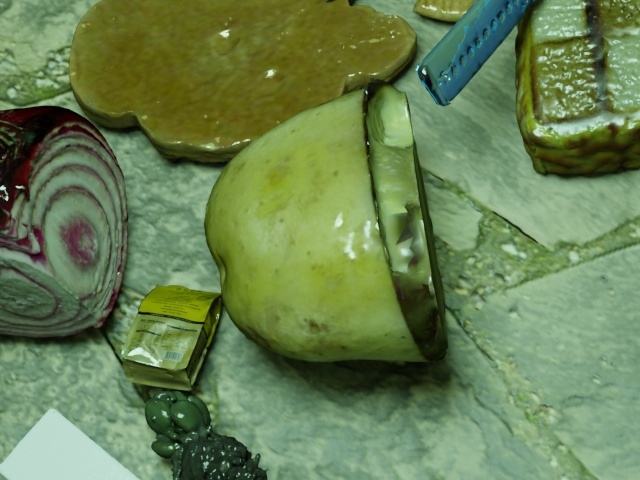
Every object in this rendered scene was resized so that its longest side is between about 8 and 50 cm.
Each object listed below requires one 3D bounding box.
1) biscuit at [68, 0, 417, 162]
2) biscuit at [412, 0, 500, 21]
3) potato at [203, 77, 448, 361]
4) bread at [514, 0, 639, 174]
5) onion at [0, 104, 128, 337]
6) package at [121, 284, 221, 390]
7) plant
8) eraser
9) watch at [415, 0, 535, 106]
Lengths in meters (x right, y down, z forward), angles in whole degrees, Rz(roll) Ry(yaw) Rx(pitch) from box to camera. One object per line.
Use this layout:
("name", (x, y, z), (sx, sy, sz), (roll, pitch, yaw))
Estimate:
("biscuit", (-0.084, -0.199, 1.589), (0.375, 0.051, 0.269), (0, 61, 11))
("biscuit", (0.194, -0.318, 1.602), (0.144, 0.033, 0.224), (14, 66, 16))
("potato", (0.000, 0.000, 1.392), (0.242, 0.242, 0.285), (-13, 69, 5))
("bread", (0.283, -0.174, 1.480), (0.181, 0.096, 0.222), (-3, 64, 13))
("onion", (-0.314, -0.027, 1.470), (0.206, 0.216, 0.207), (-5, 50, 22))
("package", (-0.139, 0.081, 1.441), (0.071, 0.047, 0.131), (8, 47, 15))
("plant", (-0.108, 0.198, 1.383), (0.087, 0.085, 0.174), (-51, 54, 8))
("eraser", (-0.156, 0.273, 1.355), (0.298, 0.076, 0.078), (34, 75, 24))
("watch", (0.158, -0.276, 1.482), (0.274, 0.068, 0.276), (-29, 41, -8))
